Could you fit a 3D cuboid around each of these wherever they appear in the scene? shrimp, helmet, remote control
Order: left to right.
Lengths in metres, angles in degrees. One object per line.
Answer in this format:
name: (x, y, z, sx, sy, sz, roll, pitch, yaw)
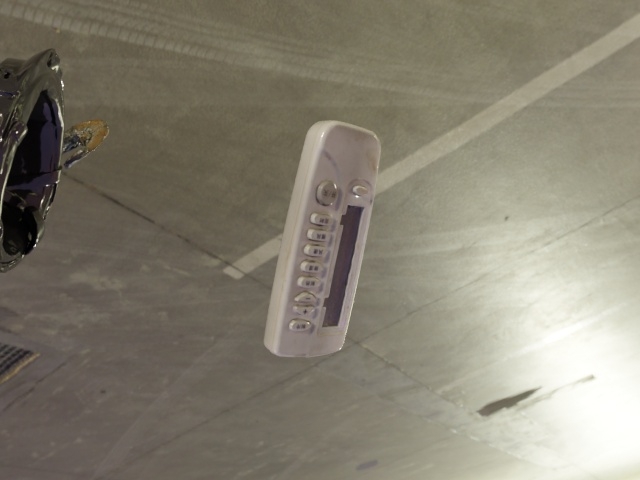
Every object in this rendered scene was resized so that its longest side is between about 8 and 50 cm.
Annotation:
helmet: (-0.413, -0.106, 0.596, 0.160, 0.278, 0.230, 9, 172, -15)
shrimp: (-0.628, -0.232, 1.253, 0.217, 0.150, 0.051, -33, 138, -7)
remote control: (0.001, 0.000, 0.494, 0.090, 0.049, 0.230, 6, 98, -42)
